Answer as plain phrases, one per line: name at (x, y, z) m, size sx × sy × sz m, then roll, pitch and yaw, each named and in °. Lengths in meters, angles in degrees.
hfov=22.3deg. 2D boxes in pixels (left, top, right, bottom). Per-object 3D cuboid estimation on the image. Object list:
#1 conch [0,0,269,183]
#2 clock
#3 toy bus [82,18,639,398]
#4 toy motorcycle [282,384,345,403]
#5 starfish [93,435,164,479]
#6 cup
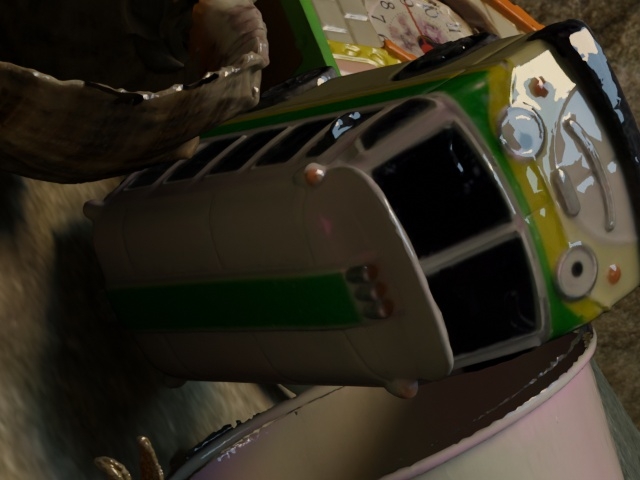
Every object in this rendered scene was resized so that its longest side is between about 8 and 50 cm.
conch at (-0.141, -0.109, 0.857) m, size 0.291 × 0.159 × 0.210 m, roll -16°, pitch 63°, yaw -37°
clock at (0.055, -0.134, 1.137) m, size 0.255 × 0.106 × 0.220 m, roll 2°, pitch 53°, yaw -35°
toy bus at (0.015, -0.008, 0.858) m, size 0.305 × 0.179 × 0.143 m, roll -5°, pitch -68°, yaw 54°
toy motorcycle at (0.020, -0.009, 1.195) m, size 0.319 × 0.182 × 0.241 m, roll 56°, pitch 13°, yaw -19°
starfish at (-0.084, 0.162, 0.740) m, size 0.130 × 0.041 × 0.133 m, roll 96°, pitch -13°, yaw -77°
cup at (0.071, 0.204, 0.852) m, size 0.253 × 0.253 × 0.274 m, roll -50°, pitch 119°, yaw -77°
